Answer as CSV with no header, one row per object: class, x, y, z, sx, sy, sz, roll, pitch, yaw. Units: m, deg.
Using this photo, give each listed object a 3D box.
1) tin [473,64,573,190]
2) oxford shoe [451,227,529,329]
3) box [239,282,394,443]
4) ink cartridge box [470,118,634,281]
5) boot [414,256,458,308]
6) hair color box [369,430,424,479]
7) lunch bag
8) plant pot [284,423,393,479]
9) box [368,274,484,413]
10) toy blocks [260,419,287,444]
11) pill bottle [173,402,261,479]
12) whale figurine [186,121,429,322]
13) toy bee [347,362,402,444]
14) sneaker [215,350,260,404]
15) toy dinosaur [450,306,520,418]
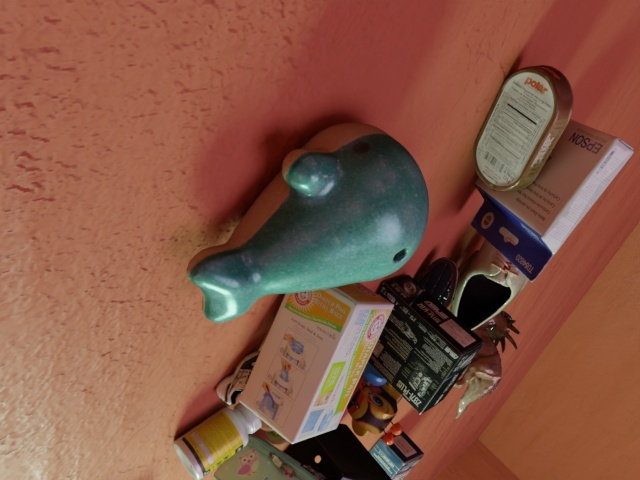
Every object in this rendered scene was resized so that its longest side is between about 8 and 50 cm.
tin,0.284,-0.156,0.857,0.040,0.106,0.190,-15,138,-36
oxford shoe,0.368,0.019,1.118,0.146,0.140,0.397,-53,167,-56
box,-0.004,0.149,0.809,0.114,0.103,0.203,8,108,-57
ink cartridge box,0.320,-0.082,0.908,0.045,0.223,0.224,25,106,-22
boot,0.214,0.102,1.149,0.106,0.082,0.219,-44,158,-53
hair color box,0.148,0.747,1.820,0.347,0.105,0.174,-54,151,13
lunch bag,-0.052,0.441,1.007,0.108,0.224,0.279,-47,142,-25
plant pot,0.005,0.489,1.232,0.187,0.188,0.167,-47,139,-1
box,0.159,0.173,1.021,0.077,0.180,0.147,-12,136,-47
toy blocks,-0.054,0.250,0.959,0.123,0.054,0.148,-29,134,-12
pill bottle,-0.144,0.281,0.860,0.116,0.065,0.065,-31,148,-29
whale figurine,0.000,0.000,0.623,0.272,0.141,0.216,-34,150,-22
toy bee,0.099,0.311,1.138,0.298,0.162,0.195,-22,145,-39
sneaker,-0.105,0.192,0.832,0.083,0.037,0.032,-48,150,-3
toy dinosaur,0.380,0.267,1.414,0.200,0.296,0.127,8,159,-13
